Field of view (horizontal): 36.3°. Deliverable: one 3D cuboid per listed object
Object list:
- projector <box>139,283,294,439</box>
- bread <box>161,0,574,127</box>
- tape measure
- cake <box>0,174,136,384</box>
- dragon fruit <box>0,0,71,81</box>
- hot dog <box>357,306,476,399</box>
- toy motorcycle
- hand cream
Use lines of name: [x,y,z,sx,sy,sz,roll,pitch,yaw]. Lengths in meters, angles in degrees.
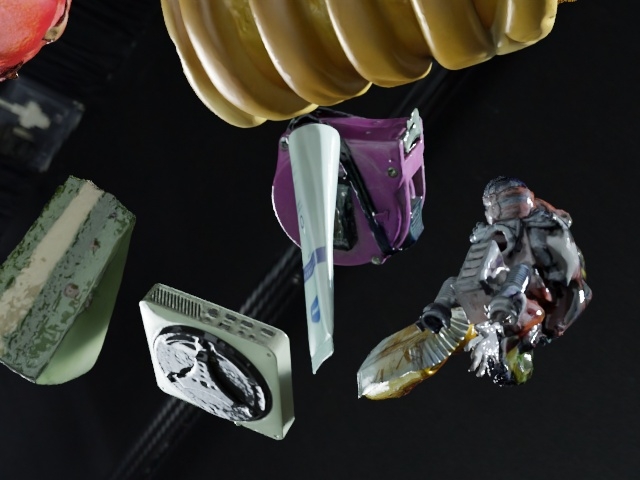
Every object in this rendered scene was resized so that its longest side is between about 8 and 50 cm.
projector: [-0.174,0.212,1.641,0.257,0.259,0.079,19,-131,19]
bread: [0.027,-0.185,0.657,0.311,0.121,0.173,-13,-79,31]
tape measure: [0.041,-0.084,1.481,0.231,0.245,0.149,3,-150,23]
cake: [-0.372,0.063,1.450,0.158,0.172,0.283,29,-97,14]
dragon fruit: [-0.403,-0.296,1.103,0.241,0.252,0.241,5,-84,53]
hot dog: [0.155,0.196,1.635,0.162,0.082,0.270,-45,-175,-34]
toy motorcycle: [0.215,0.056,1.132,0.134,0.401,0.207,-10,-69,38]
hand cream: [0.000,0.000,1.238,0.109,0.067,0.321,122,-33,-65]
